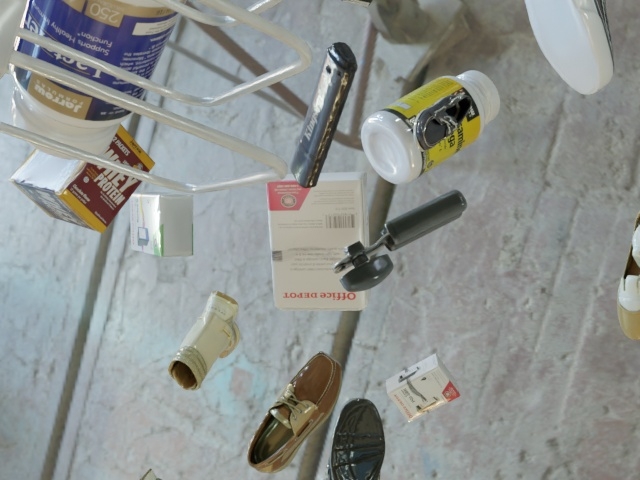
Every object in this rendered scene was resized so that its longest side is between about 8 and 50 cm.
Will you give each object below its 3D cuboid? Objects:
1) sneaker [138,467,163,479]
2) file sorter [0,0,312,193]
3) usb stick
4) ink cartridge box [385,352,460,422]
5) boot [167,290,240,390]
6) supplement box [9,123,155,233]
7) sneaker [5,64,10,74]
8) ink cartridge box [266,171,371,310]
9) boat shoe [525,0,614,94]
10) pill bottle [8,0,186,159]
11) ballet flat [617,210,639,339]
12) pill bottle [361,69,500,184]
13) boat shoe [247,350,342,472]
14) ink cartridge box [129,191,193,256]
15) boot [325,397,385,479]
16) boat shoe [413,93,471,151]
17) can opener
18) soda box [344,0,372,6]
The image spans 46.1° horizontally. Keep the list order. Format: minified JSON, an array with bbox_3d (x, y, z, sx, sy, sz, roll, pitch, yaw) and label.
[{"bbox_3d":[-0.261,0.417,1.066,0.086,0.192,0.064,40,124,-3],"label":"sneaker"},{"bbox_3d":[-0.094,-0.184,0.450,0.193,0.173,0.277,-1,74,59],"label":"file sorter"},{"bbox_3d":[0.003,-0.207,1.292,0.278,0.045,0.077,112,146,-43],"label":"usb stick"},{"bbox_3d":[0.228,0.331,1.680,0.135,0.056,0.099,-32,110,14],"label":"ink cartridge box"},{"bbox_3d":[-0.265,0.257,1.722,0.095,0.262,0.203,25,57,5],"label":"boot"},{"bbox_3d":[-0.485,-0.141,1.538,0.194,0.129,0.191,14,62,38],"label":"supplement box"},{"bbox_3d":[-0.378,-0.339,1.175,0.293,0.108,0.169,-13,55,14],"label":"sneaker"},{"bbox_3d":[0.000,0.000,1.629,0.207,0.117,0.283,-1,103,9],"label":"ink cartridge box"},{"bbox_3d":[0.293,-0.326,0.889,0.102,0.108,0.301,-26,94,-10],"label":"boat shoe"},{"bbox_3d":[-0.252,-0.220,0.823,0.264,0.153,0.153,-52,56,43],"label":"pill bottle"},{"bbox_3d":[0.541,0.050,1.274,0.080,0.073,0.232,5,78,48],"label":"ballet flat"},{"bbox_3d":[0.279,-0.289,1.847,0.188,0.334,0.188,41,150,30],"label":"pill bottle"},{"bbox_3d":[-0.063,0.414,1.777,0.122,0.120,0.324,31,90,25],"label":"boat shoe"},{"bbox_3d":[-0.405,-0.044,1.906,0.212,0.093,0.154,10,101,57],"label":"ink cartridge box"},{"bbox_3d":[0.047,0.352,1.221,0.085,0.178,0.236,-2,95,-7],"label":"boot"},{"bbox_3d":[0.261,-0.258,1.600,0.065,0.206,0.075,-10,117,40],"label":"boat shoe"},{"bbox_3d":[0.145,0.002,1.357,0.280,0.074,0.093,-30,78,-13],"label":"can opener"},{"bbox_3d":[0.031,-0.435,1.148,0.053,0.060,0.169,-52,54,38],"label":"soda box"}]
